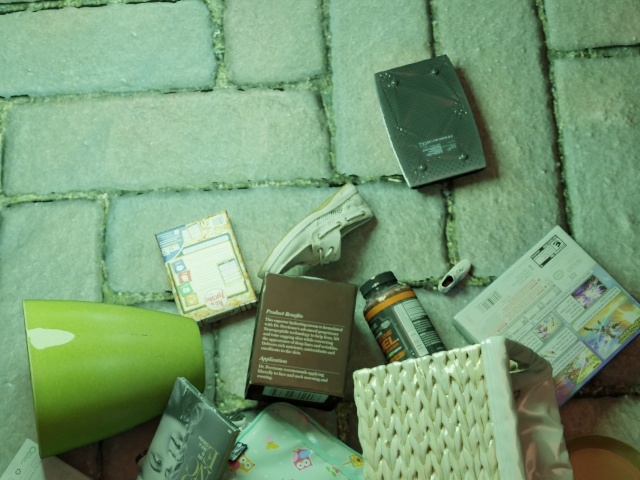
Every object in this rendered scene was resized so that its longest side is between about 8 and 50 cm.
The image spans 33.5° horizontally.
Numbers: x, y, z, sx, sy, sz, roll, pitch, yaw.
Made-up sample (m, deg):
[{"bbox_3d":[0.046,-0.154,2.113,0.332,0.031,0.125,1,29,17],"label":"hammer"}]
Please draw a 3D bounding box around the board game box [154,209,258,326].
[{"bbox_3d":[-0.215,0.056,2.006,0.146,0.045,0.194,-19,71,-3],"label":"board game box"}]

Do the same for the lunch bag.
[{"bbox_3d":[-0.038,0.415,1.813,0.279,0.108,0.224,37,54,12],"label":"lunch bag"}]

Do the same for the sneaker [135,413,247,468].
[{"bbox_3d":[-0.219,0.373,1.888,0.211,0.080,0.081,-28,78,4],"label":"sneaker"}]

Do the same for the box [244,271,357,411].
[{"bbox_3d":[-0.036,0.182,1.877,0.168,0.167,0.203,9,71,-4],"label":"box"}]

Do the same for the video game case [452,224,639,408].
[{"bbox_3d":[0.420,0.148,1.929,0.269,0.061,0.244,-40,72,-10],"label":"video game case"}]

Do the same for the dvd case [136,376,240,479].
[{"bbox_3d":[-0.227,0.366,1.785,0.164,0.018,0.221,35,110,37],"label":"dvd case"}]

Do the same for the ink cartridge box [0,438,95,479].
[{"bbox_3d":[-0.488,0.490,1.843,0.224,0.045,0.223,24,73,30],"label":"ink cartridge box"}]

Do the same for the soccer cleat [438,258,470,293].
[{"bbox_3d":[0.251,0.065,1.981,0.083,0.035,0.029,-44,74,-11],"label":"soccer cleat"}]

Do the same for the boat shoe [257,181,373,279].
[{"bbox_3d":[0.000,0.000,1.960,0.096,0.098,0.277,46,59,4],"label":"boat shoe"}]

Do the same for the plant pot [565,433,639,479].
[{"bbox_3d":[0.478,0.455,1.837,0.236,0.032,0.236,-1,70,3],"label":"plant pot"}]

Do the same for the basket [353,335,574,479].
[{"bbox_3d":[0.243,0.354,1.709,0.266,0.328,0.331,-15,71,22],"label":"basket"}]

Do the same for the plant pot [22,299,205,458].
[{"bbox_3d":[-0.358,0.223,1.863,0.293,0.275,0.275,-6,70,-16],"label":"plant pot"}]

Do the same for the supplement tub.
[{"bbox_3d":[0.145,0.155,1.921,0.106,0.106,0.198,-26,71,-6],"label":"supplement tub"}]

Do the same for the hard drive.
[{"bbox_3d":[0.210,-0.227,2.074,0.172,0.054,0.255,-16,71,-2],"label":"hard drive"}]
